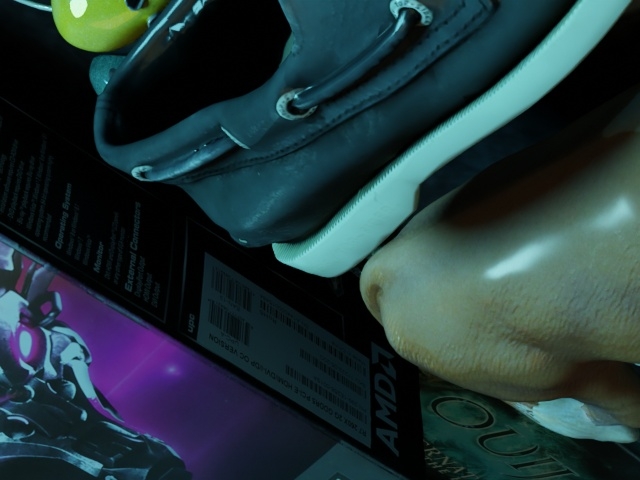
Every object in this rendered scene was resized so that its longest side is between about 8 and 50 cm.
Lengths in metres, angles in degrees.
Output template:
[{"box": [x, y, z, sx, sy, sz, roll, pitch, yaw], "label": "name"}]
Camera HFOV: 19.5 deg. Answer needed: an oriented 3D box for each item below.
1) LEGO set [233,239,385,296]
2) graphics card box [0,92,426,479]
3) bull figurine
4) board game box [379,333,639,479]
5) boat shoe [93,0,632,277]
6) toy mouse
[{"box": [-0.001, -0.002, 0.824, 0.083, 0.023, 0.054, 25, 149, 7], "label": "LEGO set"}, {"box": [-0.163, 0.057, 0.814, 0.371, 0.094, 0.233, 34, 122, -27], "label": "graphics card box"}, {"box": [0.155, -0.006, 0.664, 0.188, 0.101, 0.310, 30, 146, -29], "label": "bull figurine"}, {"box": [0.098, 0.098, 0.940, 0.126, 0.026, 0.186, -17, 138, 43], "label": "board game box"}, {"box": [0.014, -0.100, 0.538, 0.113, 0.127, 0.340, 18, 153, -14], "label": "boat shoe"}, {"box": [-0.041, -0.061, 0.723, 0.161, 0.031, 0.143, -6, 145, 31], "label": "toy mouse"}]
